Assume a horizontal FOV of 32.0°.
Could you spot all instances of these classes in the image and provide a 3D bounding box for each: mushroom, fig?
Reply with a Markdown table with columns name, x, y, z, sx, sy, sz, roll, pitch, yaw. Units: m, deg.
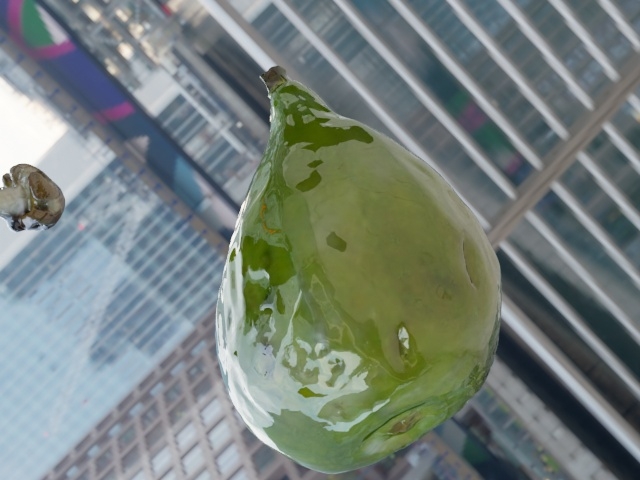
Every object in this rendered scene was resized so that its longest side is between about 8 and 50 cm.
| name | x | y | z | sx | sy | sz | roll | pitch | yaw |
| --- | --- | --- | --- | --- | --- | --- | --- | --- | --- |
| mushroom | -0.315 | -0.039 | 0.963 | 0.187 | 0.061 | 0.060 | 2 | -168 | -18 |
| fig | 0.000 | 0.014 | 0.843 | 0.314 | 0.233 | 0.233 | 57 | -177 | 1 |
